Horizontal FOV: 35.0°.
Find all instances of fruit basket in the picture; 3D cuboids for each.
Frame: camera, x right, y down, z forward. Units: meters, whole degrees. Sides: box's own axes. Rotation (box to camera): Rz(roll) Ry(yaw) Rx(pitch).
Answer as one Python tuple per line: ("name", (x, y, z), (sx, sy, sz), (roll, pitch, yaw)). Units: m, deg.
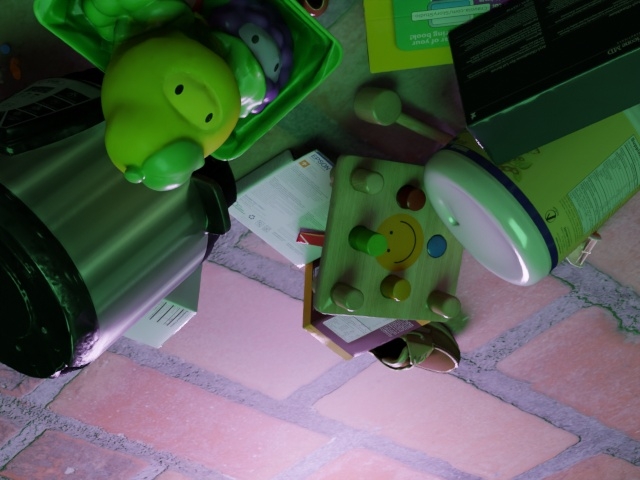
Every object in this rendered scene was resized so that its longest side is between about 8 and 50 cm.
("fruit basket", (-0.170, -0.246, 1.309), (0.283, 0.392, 0.392), (-41, 127, 16))

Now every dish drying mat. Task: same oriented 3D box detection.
("dish drying mat", (0.000, 0.000, 1.822), (0.083, 0.008, 0.032), (10, 137, -11))

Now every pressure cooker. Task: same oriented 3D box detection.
("pressure cooker", (-0.353, -0.050, 1.510), (0.370, 0.420, 0.375), (45, 141, 2))

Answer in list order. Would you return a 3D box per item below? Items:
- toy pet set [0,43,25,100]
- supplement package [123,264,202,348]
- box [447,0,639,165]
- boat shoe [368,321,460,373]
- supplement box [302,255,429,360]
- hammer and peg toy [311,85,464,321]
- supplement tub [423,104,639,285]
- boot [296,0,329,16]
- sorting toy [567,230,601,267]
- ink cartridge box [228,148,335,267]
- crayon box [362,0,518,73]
("toy pet set", (-0.503, -0.237, 1.593), (0.122, 0.065, 0.114), (-19, 101, 16))
("supplement package", (-0.334, 0.051, 1.808), (0.203, 0.194, 0.149), (25, 134, -26))
("box", (0.314, -0.239, 1.332), (0.261, 0.184, 0.103), (-23, 136, 23))
("boat shoe", (0.154, 0.208, 2.056), (0.324, 0.120, 0.122), (29, 131, -30))
("supplement box", (0.084, 0.080, 1.849), (0.194, 0.191, 0.129), (-28, 129, 29))
("hammer and peg toy", (0.137, -0.051, 1.618), (0.266, 0.127, 0.361), (7, 97, -28))
("supplement tub", (0.343, -0.121, 1.493), (0.331, 0.241, 0.241), (-41, 137, -11))
("boot", (-0.017, -0.351, 1.370), (0.073, 0.152, 0.197), (-22, 137, 1))
("sorting toy", (0.469, 0.002, 1.885), (0.075, 0.045, 0.083), (14, 138, -6))
("ink cartridge box", (-0.023, -0.064, 1.791), (0.224, 0.045, 0.223), (-27, 131, 28))
("crayon box", (0.230, -0.394, 1.369), (0.362, 0.106, 0.313), (-6, 141, 4))
